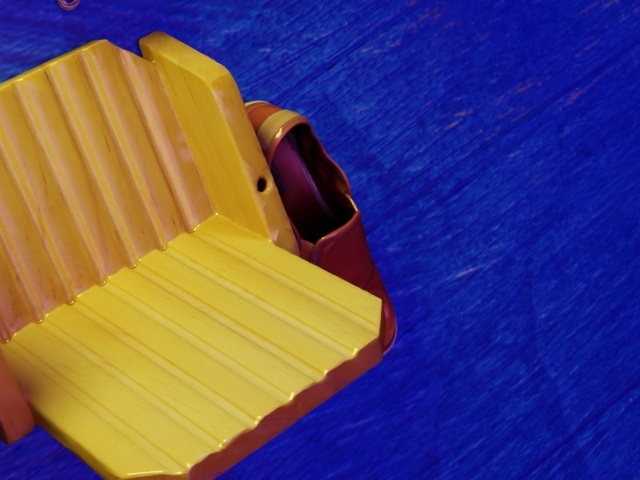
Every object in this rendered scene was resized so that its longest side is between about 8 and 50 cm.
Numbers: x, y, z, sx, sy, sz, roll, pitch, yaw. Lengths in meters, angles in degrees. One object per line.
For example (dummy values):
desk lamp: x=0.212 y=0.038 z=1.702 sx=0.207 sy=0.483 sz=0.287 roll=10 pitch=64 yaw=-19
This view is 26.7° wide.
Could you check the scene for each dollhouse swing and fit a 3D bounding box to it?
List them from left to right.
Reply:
dollhouse swing: x=-0.160 y=0.004 z=1.201 sx=0.346 sy=0.305 sz=0.315 roll=-31 pitch=113 yaw=-28

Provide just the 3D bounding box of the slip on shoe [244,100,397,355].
slip on shoe: x=0.000 y=0.000 z=1.442 sx=0.123 sy=0.101 sz=0.331 roll=-40 pitch=118 yaw=-28

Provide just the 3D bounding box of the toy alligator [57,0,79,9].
toy alligator: x=-0.252 y=-0.306 z=1.253 sx=0.056 sy=0.051 sz=0.190 roll=-29 pitch=111 yaw=-30
